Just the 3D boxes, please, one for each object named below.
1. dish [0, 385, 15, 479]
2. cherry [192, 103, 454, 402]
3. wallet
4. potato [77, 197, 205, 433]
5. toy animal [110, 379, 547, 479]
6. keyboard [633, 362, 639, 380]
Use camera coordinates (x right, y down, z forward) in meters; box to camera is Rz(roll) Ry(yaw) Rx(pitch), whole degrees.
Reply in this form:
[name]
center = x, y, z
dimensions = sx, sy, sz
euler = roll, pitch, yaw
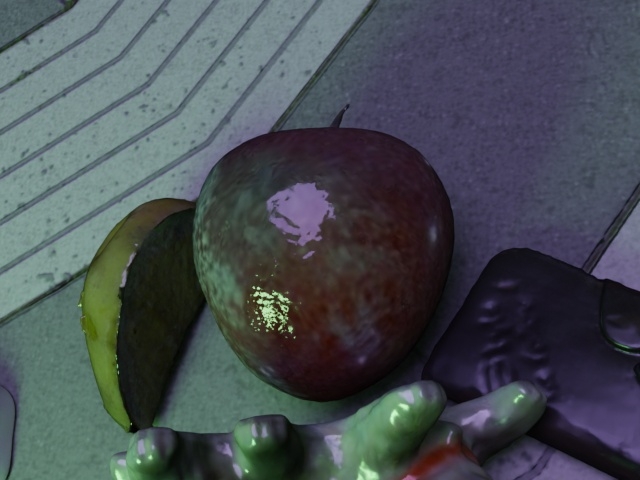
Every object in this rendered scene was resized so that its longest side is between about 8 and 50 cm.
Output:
[dish]
center = -0.411, 0.209, 1.169
dimensions = 0.191, 0.066, 0.190
euler = -10, 59, 17
[cherry]
center = 0.000, 0.000, 1.033
dimensions = 0.236, 0.213, 0.285
euler = -2, 71, 31
[wallet]
center = 0.250, 0.116, 0.967
dimensions = 0.310, 0.042, 0.165
euler = 24, 75, 31
[potato]
center = -0.188, 0.059, 1.123
dimensions = 0.098, 0.138, 0.243
euler = 7, 62, 31
[toy animal]
center = 0.005, 0.224, 0.893
dimensions = 0.266, 0.308, 0.188
euler = -23, 68, 41
[keyboard]
center = 0.307, 0.154, 0.896
dimensions = 0.053, 0.010, 0.155
euler = -26, 59, 3
